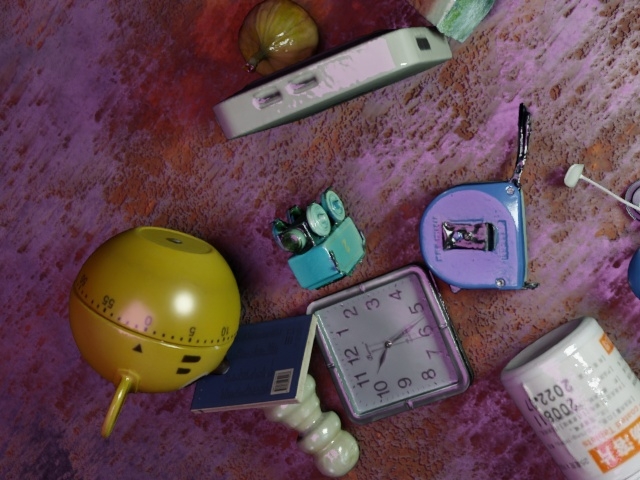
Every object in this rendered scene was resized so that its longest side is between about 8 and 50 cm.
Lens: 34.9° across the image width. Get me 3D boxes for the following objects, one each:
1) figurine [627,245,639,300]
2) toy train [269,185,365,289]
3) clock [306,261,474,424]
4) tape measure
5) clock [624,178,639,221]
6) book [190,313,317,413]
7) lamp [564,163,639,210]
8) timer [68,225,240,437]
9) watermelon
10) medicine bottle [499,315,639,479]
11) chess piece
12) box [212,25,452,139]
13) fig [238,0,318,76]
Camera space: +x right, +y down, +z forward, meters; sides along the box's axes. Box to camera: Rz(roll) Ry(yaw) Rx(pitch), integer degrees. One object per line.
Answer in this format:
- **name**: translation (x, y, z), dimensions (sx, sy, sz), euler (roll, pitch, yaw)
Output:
- **figurine**: translation (0.724, 0.148, 1.748), dimensions (0.416, 0.243, 0.298), euler (44, 121, 29)
- **toy train**: translation (0.000, 0.000, 1.964), dimensions (0.112, 0.203, 0.163), euler (-24, 100, 27)
- **clock**: translation (0.138, 0.206, 2.029), dimensions (0.279, 0.049, 0.273), euler (-21, 91, 21)
- **tape measure**: translation (0.293, -0.076, 1.904), dimensions (0.215, 0.098, 0.351), euler (-1, 97, 19)
- **clock**: translation (0.594, -0.073, 1.837), dimensions (0.085, 0.017, 0.085), euler (4, 101, 19)
- **book**: translation (-0.136, 0.251, 2.057), dimensions (0.269, 0.025, 0.191), euler (-12, 51, 32)
- **lamp**: translation (0.534, -0.075, 1.824), dimensions (0.198, 0.056, 0.050), euler (31, 108, 19)
- **timer**: translation (-0.339, 0.176, 2.037), dimensions (0.376, 0.376, 0.387), euler (23, 103, 14)
- **watermelon**: translation (0.188, -0.472, 1.821), dimensions (0.257, 0.193, 0.139), euler (37, 111, 26)
- **medicine bottle**: translation (0.509, 0.340, 1.837), dimensions (0.211, 0.211, 0.371), euler (-36, 86, 21)
- **chess piece**: translation (-0.016, 0.376, 2.078), dimensions (0.133, 0.133, 0.243), euler (-40, 91, 21)
- **box**: translation (0.027, -0.289, 1.811), dimensions (0.373, 0.367, 0.090), euler (-18, 95, 21)
- **fig**: translation (-0.086, -0.356, 1.932), dimensions (0.160, 0.230, 0.143), euler (-8, 139, 15)
